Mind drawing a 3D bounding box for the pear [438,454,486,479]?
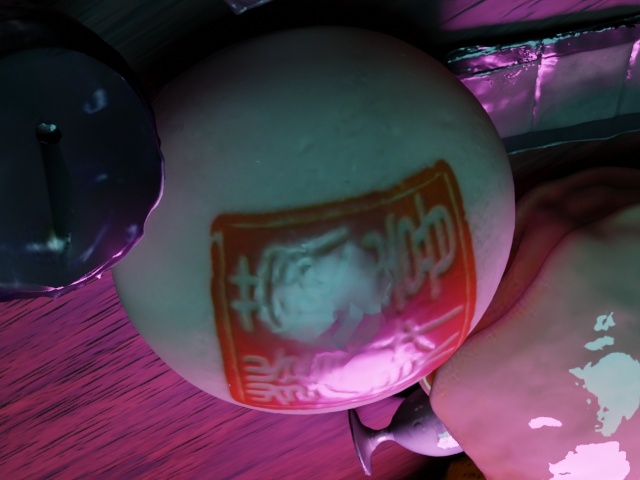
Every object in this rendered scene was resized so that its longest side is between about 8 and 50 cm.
[{"bbox_3d":[0.195,0.405,2.102,0.176,0.286,0.282,25,133,-15],"label":"pear"}]

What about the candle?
[{"bbox_3d":[-0.275,-0.094,1.275,0.221,0.342,0.221,-10,111,-27],"label":"candle"}]

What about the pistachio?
[{"bbox_3d":[0.285,0.121,1.744,0.365,0.281,0.445,2,126,-14],"label":"pistachio"}]

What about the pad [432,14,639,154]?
[{"bbox_3d":[0.223,-0.141,1.563,0.233,0.022,0.174,-10,144,-4],"label":"pad"}]

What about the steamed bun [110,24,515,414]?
[{"bbox_3d":[0.000,0.000,1.435,0.375,0.241,0.374,-7,121,-12],"label":"steamed bun"}]

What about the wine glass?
[{"bbox_3d":[0.142,0.217,1.962,0.202,0.093,0.093,-15,144,8],"label":"wine glass"}]

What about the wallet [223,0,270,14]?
[{"bbox_3d":[-0.072,-0.273,1.294,0.119,0.025,0.232,-24,143,14],"label":"wallet"}]
